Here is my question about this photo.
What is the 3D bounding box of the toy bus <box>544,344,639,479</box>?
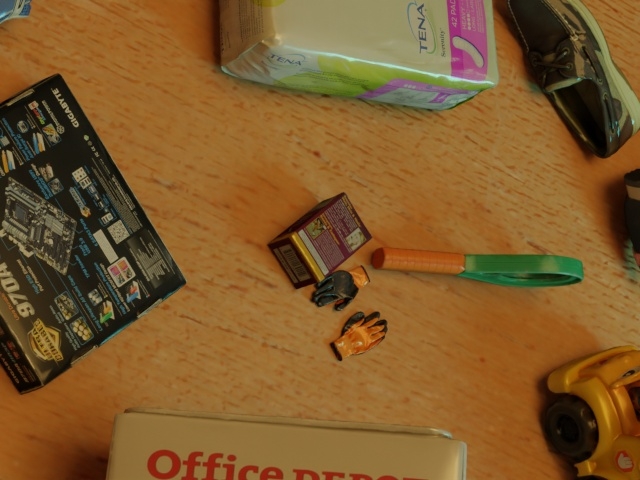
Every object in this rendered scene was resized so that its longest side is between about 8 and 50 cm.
[{"bbox_3d":[0.356,0.208,1.749,0.149,0.211,0.220,-17,87,-36],"label":"toy bus"}]

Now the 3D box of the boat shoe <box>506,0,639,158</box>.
[{"bbox_3d":[0.271,-0.186,1.871,0.223,0.080,0.073,52,49,-19],"label":"boat shoe"}]

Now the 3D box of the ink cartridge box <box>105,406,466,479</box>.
[{"bbox_3d":[-0.038,0.349,1.373,0.285,0.166,0.395,5,72,2],"label":"ink cartridge box"}]

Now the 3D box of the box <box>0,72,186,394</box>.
[{"bbox_3d":[-0.238,-0.008,1.469,0.175,0.051,0.220,-38,101,-36],"label":"box"}]

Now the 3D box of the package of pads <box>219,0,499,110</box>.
[{"bbox_3d":[0.036,-0.253,1.704,0.296,0.101,0.229,7,73,-34],"label":"package of pads"}]

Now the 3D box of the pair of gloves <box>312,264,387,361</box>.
[{"bbox_3d":[0.030,0.069,1.671,0.074,0.010,0.083,-25,93,-38],"label":"pair of gloves"}]

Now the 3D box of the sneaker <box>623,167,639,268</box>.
[{"bbox_3d":[0.463,-0.029,1.971,0.319,0.112,0.131,-9,100,-35],"label":"sneaker"}]

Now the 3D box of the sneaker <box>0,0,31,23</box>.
[{"bbox_3d":[-0.281,-0.236,1.495,0.211,0.080,0.081,-57,133,-31],"label":"sneaker"}]

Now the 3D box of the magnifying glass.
[{"bbox_3d":[0.161,0.027,1.740,0.231,0.092,0.026,7,78,-24],"label":"magnifying glass"}]

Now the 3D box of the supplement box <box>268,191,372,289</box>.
[{"bbox_3d":[0.000,0.000,1.646,0.083,0.043,0.055,-38,101,-36],"label":"supplement box"}]
